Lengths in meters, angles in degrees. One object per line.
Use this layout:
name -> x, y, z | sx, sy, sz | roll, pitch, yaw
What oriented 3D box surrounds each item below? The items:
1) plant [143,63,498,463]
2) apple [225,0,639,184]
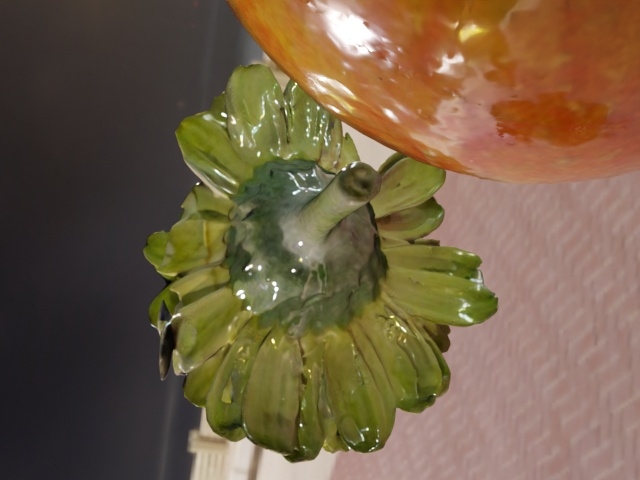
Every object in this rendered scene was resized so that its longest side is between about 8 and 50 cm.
plant -> -0.029, 0.024, 0.831 | 0.261, 0.306, 0.297 | -39, -2, 15
apple -> 0.084, -0.153, 0.396 | 0.301, 0.301, 0.302 | -172, 90, -83
